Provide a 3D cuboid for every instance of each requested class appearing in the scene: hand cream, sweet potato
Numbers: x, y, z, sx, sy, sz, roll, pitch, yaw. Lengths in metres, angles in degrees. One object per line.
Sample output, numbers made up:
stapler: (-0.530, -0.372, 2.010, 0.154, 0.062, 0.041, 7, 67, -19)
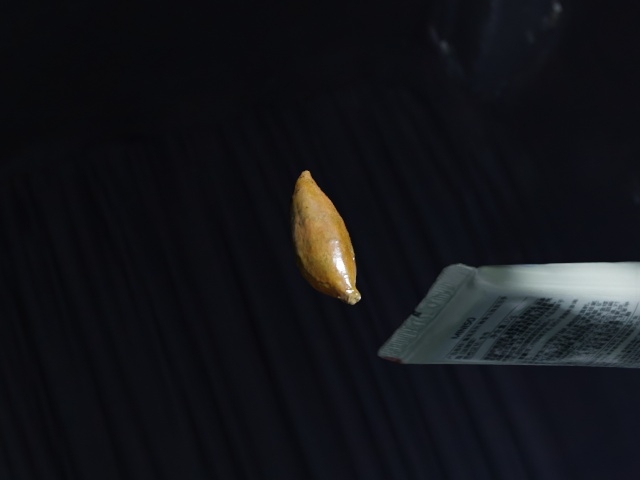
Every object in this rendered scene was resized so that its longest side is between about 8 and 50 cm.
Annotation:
hand cream: (0.210, 0.049, 1.351, 0.341, 0.078, 0.124, 2, -33, -27)
sweet potato: (0.000, 0.000, 1.080, 0.034, 0.095, 0.034, -12, -37, -9)
